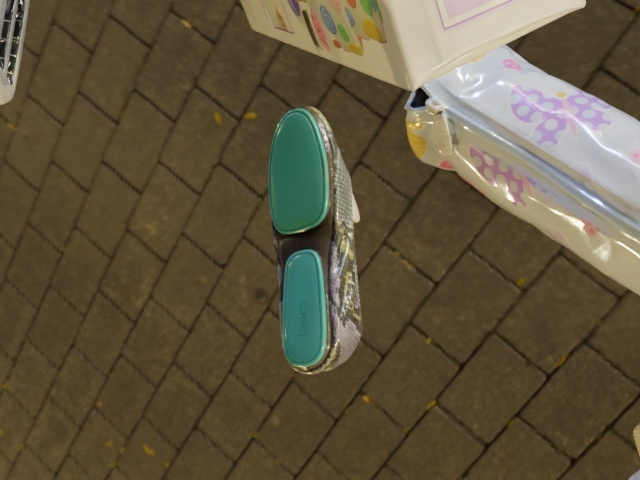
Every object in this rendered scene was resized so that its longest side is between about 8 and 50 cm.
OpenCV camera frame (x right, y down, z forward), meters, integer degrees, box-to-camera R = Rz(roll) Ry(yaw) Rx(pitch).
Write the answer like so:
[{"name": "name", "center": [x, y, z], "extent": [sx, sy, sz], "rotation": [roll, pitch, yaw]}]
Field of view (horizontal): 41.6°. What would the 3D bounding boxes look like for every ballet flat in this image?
[{"name": "ballet flat", "center": [0.000, 0.000, 0.367], "extent": [0.041, 0.041, 0.114], "rotation": [-8, 80, 32]}]

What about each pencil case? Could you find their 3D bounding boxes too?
[{"name": "pencil case", "center": [0.186, -0.052, 0.611], "extent": [0.273, 0.124, 0.113], "rotation": [39, 102, 35]}]

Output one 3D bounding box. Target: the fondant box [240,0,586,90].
[{"name": "fondant box", "center": [-0.007, -0.232, 0.464], "extent": [0.096, 0.330, 0.238], "rotation": [-25, 114, -7]}]

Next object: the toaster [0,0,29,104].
[{"name": "toaster", "center": [-0.374, -0.220, 0.822], "extent": [0.146, 0.129, 0.227], "rotation": [6, 76, -6]}]

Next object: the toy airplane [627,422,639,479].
[{"name": "toy airplane", "center": [0.354, 0.305, 0.655], "extent": [0.272, 0.384, 0.386], "rotation": [36, 102, 44]}]
